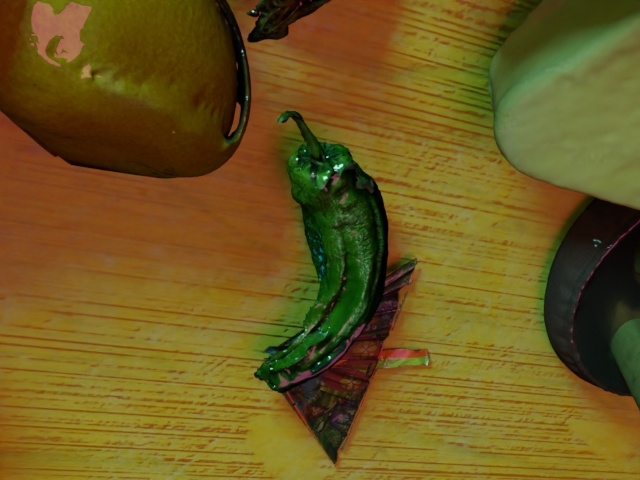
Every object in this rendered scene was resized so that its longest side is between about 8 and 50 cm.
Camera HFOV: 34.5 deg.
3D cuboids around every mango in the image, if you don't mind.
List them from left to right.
[{"bbox_3d":[-0.141,-0.129,0.685,0.166,0.136,0.236,-43,131,0],"label":"mango"}]

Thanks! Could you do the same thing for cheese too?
[{"bbox_3d":[0.309,-0.134,0.821,0.384,0.104,0.383,1,133,1],"label":"cheese"}]

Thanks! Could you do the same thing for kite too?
[{"bbox_3d":[0.023,0.119,0.973,0.184,0.014,0.241,1,117,-28],"label":"kite"}]

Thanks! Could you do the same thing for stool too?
[{"bbox_3d":[0.373,0.068,0.998,0.272,0.178,0.272,-11,121,-19],"label":"stool"}]

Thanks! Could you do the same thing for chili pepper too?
[{"bbox_3d":[0.000,0.000,0.857,0.122,0.065,0.278,-27,131,-36],"label":"chili pepper"}]

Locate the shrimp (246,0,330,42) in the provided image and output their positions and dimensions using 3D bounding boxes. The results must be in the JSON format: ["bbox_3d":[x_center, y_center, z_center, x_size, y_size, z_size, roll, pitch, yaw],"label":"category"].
[{"bbox_3d":[-0.031,-0.189,0.643,0.148,0.035,0.195,10,154,-35],"label":"shrimp"}]
